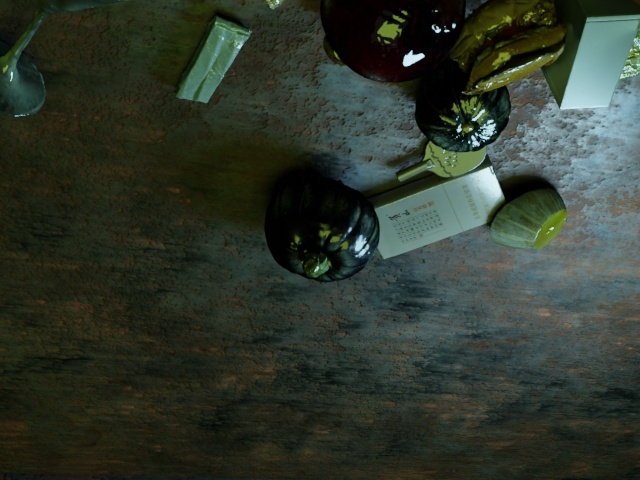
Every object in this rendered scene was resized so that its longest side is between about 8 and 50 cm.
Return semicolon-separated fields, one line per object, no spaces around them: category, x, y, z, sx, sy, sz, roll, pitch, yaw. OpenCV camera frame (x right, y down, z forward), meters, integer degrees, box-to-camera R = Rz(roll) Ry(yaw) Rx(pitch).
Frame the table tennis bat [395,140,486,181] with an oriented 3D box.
table tennis bat;0.297;-0.205;2.031;0.234;0.022;0.131;-23;118;14

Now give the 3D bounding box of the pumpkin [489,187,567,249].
pumpkin;0.569;-0.037;2.172;0.217;0.110;0.217;-19;139;-17

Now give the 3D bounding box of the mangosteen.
mangosteen;0.130;-0.454;1.583;0.297;0.293;0.297;-24;134;-27

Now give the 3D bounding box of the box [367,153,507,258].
box;0.299;-0.082;2.160;0.365;0.051;0.204;-21;136;13

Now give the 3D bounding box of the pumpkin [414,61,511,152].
pumpkin;0.321;-0.300;1.849;0.221;0.161;0.220;-1;134;-1

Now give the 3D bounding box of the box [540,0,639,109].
box;0.543;-0.431;1.688;0.118;0.225;0.225;-4;139;-5

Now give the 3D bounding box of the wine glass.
wine glass;-0.524;-0.427;1.540;0.267;0.267;0.406;25;133;-30

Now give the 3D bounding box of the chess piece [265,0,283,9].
chess piece;-0.034;-0.523;1.639;0.172;0.060;0.060;-21;136;12

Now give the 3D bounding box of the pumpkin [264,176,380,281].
pumpkin;0.000;0.000;2.038;0.296;0.295;0.295;-4;137;-4

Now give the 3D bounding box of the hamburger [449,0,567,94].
hamburger;0.373;-0.405;1.650;0.244;0.244;0.163;-24;91;18

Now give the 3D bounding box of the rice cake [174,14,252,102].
rice cake;-0.237;-0.386;1.768;0.085;0.040;0.226;19;131;-26

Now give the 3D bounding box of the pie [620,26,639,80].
pie;0.677;-0.434;1.838;0.187;0.041;0.186;-4;138;-4
